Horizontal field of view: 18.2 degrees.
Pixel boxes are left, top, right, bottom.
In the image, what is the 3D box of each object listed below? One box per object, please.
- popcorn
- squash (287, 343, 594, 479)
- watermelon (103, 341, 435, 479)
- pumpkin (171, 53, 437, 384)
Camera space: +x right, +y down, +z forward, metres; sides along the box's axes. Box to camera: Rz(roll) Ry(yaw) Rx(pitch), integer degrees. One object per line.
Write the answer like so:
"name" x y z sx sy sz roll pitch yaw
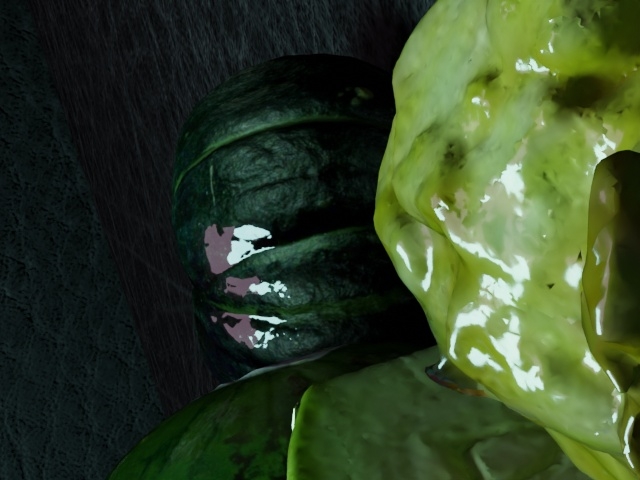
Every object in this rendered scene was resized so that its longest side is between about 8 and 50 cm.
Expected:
"popcorn" 0.120 0.005 0.568 0.233 0.192 0.266 51 -164 2
"squash" 0.123 0.204 0.791 0.210 0.233 0.309 -120 18 -45
"watermelon" 0.030 0.231 0.978 0.363 0.363 0.363 162 90 -76
"pumpkin" 0.000 0.000 1.156 0.220 0.161 0.221 -5 -90 -86
